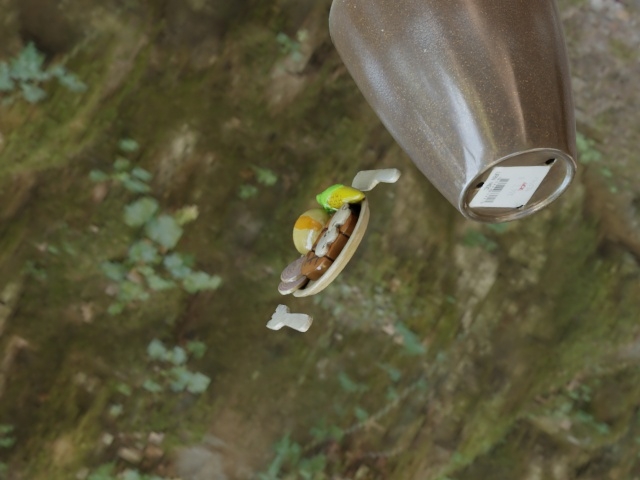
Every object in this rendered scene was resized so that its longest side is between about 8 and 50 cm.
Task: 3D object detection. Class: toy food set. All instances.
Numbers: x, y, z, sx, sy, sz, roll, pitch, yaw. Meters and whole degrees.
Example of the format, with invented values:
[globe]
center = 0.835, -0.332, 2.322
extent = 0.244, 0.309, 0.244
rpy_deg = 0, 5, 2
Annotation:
[toy food set]
center = 0.000, 0.000, 1.239
extent = 0.039, 0.192, 0.132
rpy_deg = 34, 169, -16

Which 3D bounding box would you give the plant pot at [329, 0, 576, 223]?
[plant pot]
center = 0.140, -0.137, 1.128
extent = 0.215, 0.215, 0.230
rpy_deg = 39, -151, -53
